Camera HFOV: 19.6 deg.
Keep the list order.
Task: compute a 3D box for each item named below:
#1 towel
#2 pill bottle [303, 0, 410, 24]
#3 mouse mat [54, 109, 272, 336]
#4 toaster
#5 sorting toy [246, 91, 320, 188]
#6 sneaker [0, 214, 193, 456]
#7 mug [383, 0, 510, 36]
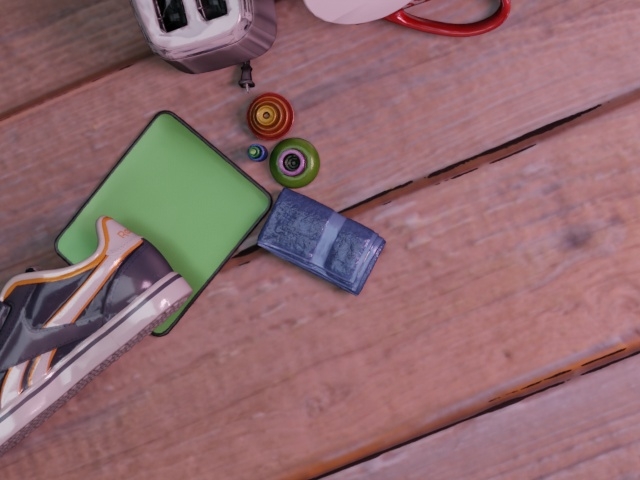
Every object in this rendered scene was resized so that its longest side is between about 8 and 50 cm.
[{"bbox_3d":[0.000,0.000,1.837,0.119,0.029,0.067,27,93,7],"label":"towel"},{"bbox_3d":[-0.002,-0.357,1.695,0.181,0.181,0.323,-25,57,7],"label":"pill bottle"},{"bbox_3d":[-0.160,-0.017,1.870,0.152,0.007,0.189,40,97,5],"label":"mouse mat"},{"bbox_3d":[-0.122,-0.253,1.791,0.129,0.146,0.227,-14,89,9],"label":"toaster"},{"bbox_3d":[-0.044,-0.097,1.835,0.061,0.042,0.102,-29,87,7],"label":"sorting toy"},{"bbox_3d":[-0.285,0.108,1.832,0.321,0.126,0.127,-41,88,0],"label":"sneaker"},{"bbox_3d":[0.101,-0.263,1.781,0.169,0.113,0.150,-20,86,11],"label":"mug"}]
